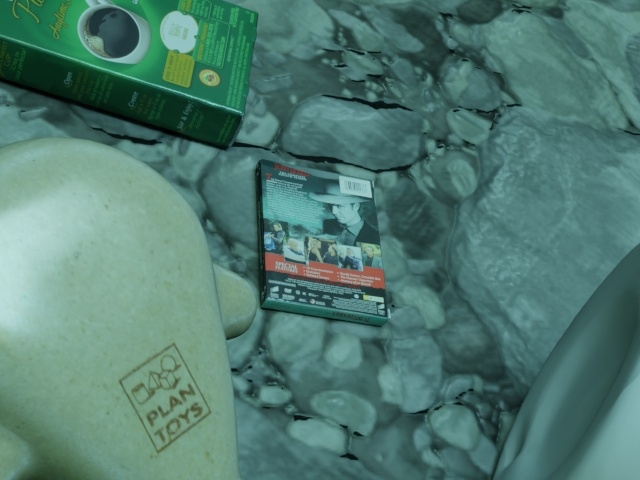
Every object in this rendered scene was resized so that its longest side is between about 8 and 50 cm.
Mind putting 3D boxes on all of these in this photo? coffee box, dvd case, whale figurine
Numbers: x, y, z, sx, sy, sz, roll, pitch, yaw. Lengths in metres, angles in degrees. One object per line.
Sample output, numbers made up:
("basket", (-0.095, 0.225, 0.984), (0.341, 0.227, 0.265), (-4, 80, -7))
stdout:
("coffee box", (-0.138, -0.140, 0.885), (0.184, 0.040, 0.113), (16, 48, -14))
("dvd case", (0.000, 0.000, 0.858), (0.087, 0.013, 0.120), (9, 52, -19))
("whale figurine", (-0.123, 0.083, 0.678), (0.216, 0.141, 0.272), (-37, 99, -40))

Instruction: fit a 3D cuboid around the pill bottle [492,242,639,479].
("pill bottle", (0.311, 0.180, 0.718), (0.392, 0.224, 0.224), (30, 47, -1))
